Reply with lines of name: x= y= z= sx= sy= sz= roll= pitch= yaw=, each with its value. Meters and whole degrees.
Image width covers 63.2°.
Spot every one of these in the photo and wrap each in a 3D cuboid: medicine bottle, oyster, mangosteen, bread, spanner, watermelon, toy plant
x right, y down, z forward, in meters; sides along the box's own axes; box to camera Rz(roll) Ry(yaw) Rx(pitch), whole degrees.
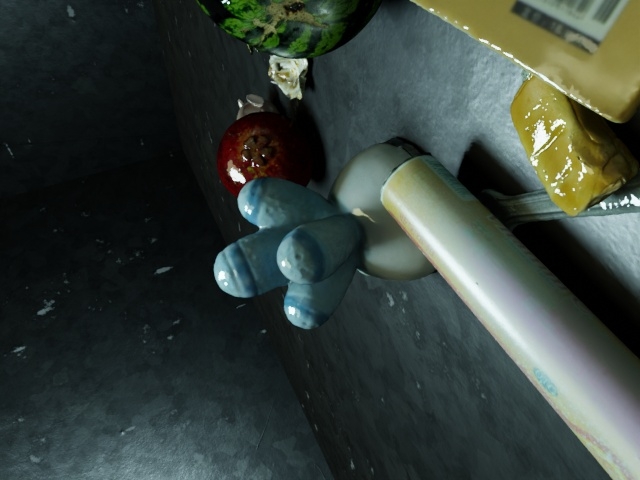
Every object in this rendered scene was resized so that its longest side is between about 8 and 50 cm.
medicine bottle: x=0.217 y=0.068 z=0.557 sx=0.426 sy=0.108 sz=0.108 roll=56 pitch=157 yaw=35
oyster: x=-0.065 y=-0.348 z=1.075 sx=0.148 sy=0.051 sz=0.103 roll=32 pitch=138 yaw=40
mangosteen: x=-0.117 y=-0.178 z=1.183 sx=0.257 sy=0.215 sz=0.215 roll=-2 pitch=-108 yaw=-85
bread: x=0.217 y=-0.090 z=0.458 sx=0.074 sy=0.053 sz=0.132 roll=119 pitch=135 yaw=-64
spanner: x=0.253 y=-0.039 z=0.512 sx=0.071 sy=0.017 sz=0.302 roll=71 pitch=162 yaw=-2
watermelon: x=-0.042 y=-0.365 z=0.642 sx=0.269 sy=0.268 sz=0.269 roll=56 pitch=157 yaw=38
toy plant: x=0.000 y=0.000 z=0.791 sx=0.247 sy=0.332 sz=0.247 roll=57 pitch=160 yaw=34

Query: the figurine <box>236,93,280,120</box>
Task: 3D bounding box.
figurine: x=-0.157 y=-0.289 z=1.292 sx=0.138 sy=0.125 sz=0.125 roll=122 pitch=126 yaw=-70

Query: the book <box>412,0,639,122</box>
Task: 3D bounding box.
book: x=0.156 y=-0.289 z=0.239 sx=0.269 sy=0.032 sz=0.389 roll=53 pitch=132 yaw=34

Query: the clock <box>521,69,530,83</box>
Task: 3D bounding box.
clock: x=0.221 y=-0.152 z=0.496 sx=0.074 sy=0.010 sz=0.083 roll=108 pitch=140 yaw=-64
